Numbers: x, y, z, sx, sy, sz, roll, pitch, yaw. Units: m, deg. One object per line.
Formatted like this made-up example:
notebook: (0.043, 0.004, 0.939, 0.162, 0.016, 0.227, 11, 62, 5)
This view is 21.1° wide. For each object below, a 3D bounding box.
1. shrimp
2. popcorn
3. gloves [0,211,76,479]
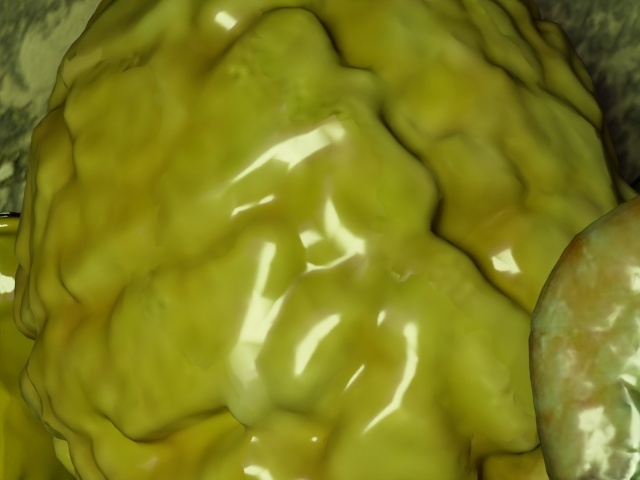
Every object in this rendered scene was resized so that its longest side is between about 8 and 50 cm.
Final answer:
shrimp: (0.164, 0.124, 0.691, 0.169, 0.058, 0.296, 0, 90, 29)
popcorn: (-0.005, 0.010, 0.902, 0.344, 0.354, 0.390, -27, 20, 18)
gloves: (-0.198, 0.139, 1.095, 0.116, 0.133, 0.294, -13, 68, 22)
